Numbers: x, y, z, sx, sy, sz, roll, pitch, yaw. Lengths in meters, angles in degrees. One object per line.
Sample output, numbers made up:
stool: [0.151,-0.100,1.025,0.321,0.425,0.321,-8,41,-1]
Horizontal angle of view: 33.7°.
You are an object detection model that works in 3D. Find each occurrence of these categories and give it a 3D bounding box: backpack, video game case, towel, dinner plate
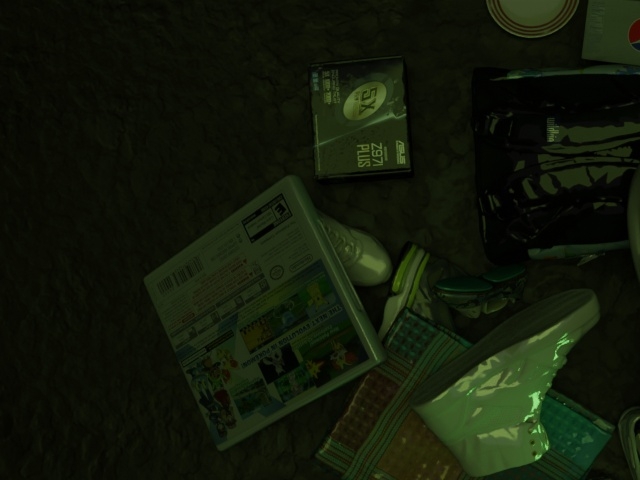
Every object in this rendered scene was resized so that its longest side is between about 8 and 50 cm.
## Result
backpack: [0.414,-0.116,1.470,0.355,0.273,0.290,-8,85,28]
video game case: [-0.092,0.112,1.558,0.329,0.036,0.300,-33,75,30]
towel: [0.209,0.295,1.516,0.370,0.040,0.271,31,93,-9]
dinner plate: [0.321,-0.375,1.599,0.141,0.017,0.141,0,88,9]

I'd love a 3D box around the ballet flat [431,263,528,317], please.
ballet flat: [0.232,0.080,1.521,0.070,0.188,0.070,16,110,50]

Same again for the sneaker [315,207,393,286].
sneaker: [0.000,0.000,1.583,0.232,0.115,0.090,28,92,10]

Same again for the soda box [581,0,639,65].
soda box: [0.512,-0.281,1.450,0.286,0.098,0.091,17,112,40]

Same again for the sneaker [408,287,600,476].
sneaker: [0.287,0.203,1.450,0.292,0.108,0.169,-35,101,8]

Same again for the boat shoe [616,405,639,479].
boat shoe: [0.493,0.362,1.497,0.095,0.084,0.258,-28,83,7]

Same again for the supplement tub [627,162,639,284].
supplement tub: [0.554,-0.017,1.258,0.316,0.228,0.228,-9,85,-4]

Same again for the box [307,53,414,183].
box: [0.062,-0.181,1.601,0.147,0.077,0.180,-3,86,9]

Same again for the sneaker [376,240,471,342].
sneaker: [0.140,0.158,1.559,0.121,0.111,0.300,15,92,6]

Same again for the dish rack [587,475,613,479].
dish rack: [0.325,0.422,1.429,0.271,0.208,0.074,-7,128,-12]
